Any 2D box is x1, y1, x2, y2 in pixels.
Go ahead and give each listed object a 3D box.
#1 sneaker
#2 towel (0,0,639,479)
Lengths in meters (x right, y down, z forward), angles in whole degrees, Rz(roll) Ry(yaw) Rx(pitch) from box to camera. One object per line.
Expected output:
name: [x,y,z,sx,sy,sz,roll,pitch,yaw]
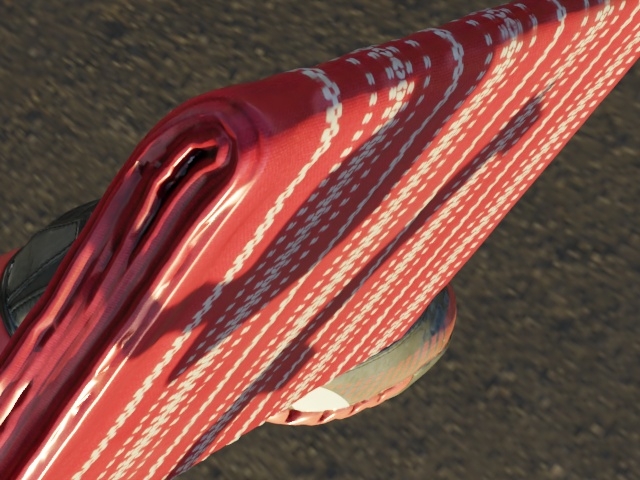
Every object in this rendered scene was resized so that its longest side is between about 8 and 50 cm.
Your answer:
sneaker: [-0.028,0.026,0.941,0.276,0.135,0.097,2,61,-36]
towel: [0.000,0.000,0.585,0.275,0.031,0.199,-26,159,-54]
